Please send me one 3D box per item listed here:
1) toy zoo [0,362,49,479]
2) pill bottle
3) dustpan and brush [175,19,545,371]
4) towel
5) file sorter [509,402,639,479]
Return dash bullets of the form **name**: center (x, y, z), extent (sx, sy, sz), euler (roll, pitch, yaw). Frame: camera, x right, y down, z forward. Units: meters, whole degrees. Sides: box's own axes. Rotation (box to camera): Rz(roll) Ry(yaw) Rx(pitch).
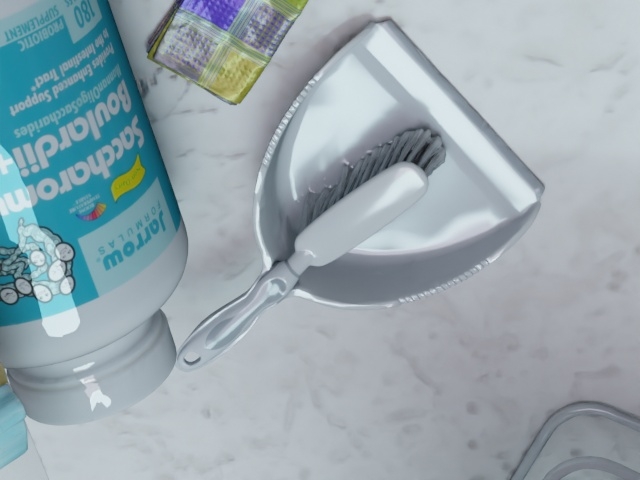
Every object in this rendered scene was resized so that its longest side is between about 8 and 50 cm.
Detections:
- **toy zoo**: center (-0.222, 0.045, 0.890), extent (0.030, 0.293, 0.192), euler (-33, 119, -25)
- **pill bottle**: center (-0.156, -0.037, 0.890), extent (0.146, 0.146, 0.264), euler (-11, 118, 12)
- **dustpan and brush**: center (0.000, 0.000, 0.943), extent (0.211, 0.060, 0.147), euler (-37, 110, 22)
- **towel**: center (-0.048, -0.114, 0.913), extent (0.060, 0.009, 0.083), euler (32, 117, -11)
- **file sorter**: center (0.167, 0.247, 0.947), extent (0.173, 0.278, 0.193), euler (25, 119, -4)
